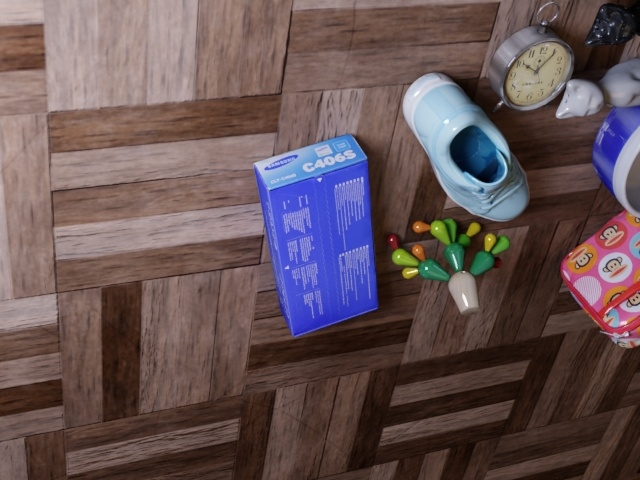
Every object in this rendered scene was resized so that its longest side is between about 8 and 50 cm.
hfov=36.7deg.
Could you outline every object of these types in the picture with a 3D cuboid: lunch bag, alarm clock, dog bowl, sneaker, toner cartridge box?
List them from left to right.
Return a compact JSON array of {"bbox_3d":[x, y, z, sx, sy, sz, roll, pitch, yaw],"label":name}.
[{"bbox_3d":[0.000,0.000,1.584,0.165,0.075,0.347,-19,136,-12],"label":"toner cartridge box"},{"bbox_3d":[0.257,-0.110,1.559,0.135,0.150,0.366,-40,135,12],"label":"sneaker"},{"bbox_3d":[0.331,-0.286,1.497,0.129,0.064,0.192,-7,135,-21],"label":"alarm clock"},{"bbox_3d":[0.633,0.064,1.831,0.293,0.258,0.120,-38,136,9],"label":"lunch bag"},{"bbox_3d":[0.627,-0.170,1.725,0.265,0.104,0.264,-14,134,-15],"label":"dog bowl"}]

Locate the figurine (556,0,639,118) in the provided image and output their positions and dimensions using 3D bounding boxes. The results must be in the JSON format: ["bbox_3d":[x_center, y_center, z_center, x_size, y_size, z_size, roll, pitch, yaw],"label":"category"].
[{"bbox_3d":[0.471,-0.288,1.515,0.210,0.092,0.214,-16,137,-34],"label":"figurine"}]

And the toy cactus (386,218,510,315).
[{"bbox_3d":[0.231,0.047,1.682,0.219,0.180,0.112,-1,150,-20],"label":"toy cactus"}]
